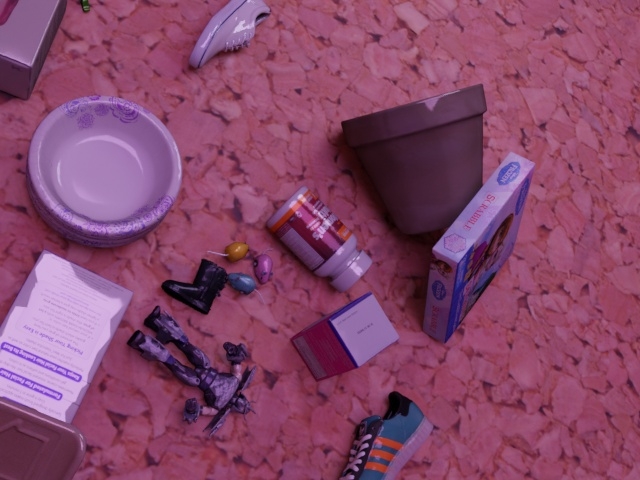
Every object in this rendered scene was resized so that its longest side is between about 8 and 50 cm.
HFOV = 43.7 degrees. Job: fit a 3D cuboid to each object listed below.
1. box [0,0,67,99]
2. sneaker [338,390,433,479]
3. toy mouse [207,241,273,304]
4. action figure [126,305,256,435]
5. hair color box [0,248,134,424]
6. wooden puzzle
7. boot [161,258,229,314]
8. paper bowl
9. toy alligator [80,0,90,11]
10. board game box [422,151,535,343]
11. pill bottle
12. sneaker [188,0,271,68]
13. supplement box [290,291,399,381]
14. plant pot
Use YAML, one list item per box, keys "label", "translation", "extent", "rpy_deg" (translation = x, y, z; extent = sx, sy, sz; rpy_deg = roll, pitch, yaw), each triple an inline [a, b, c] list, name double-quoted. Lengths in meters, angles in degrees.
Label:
- label: "box"
  translation: [-0.593, -0.422, 1.569]
  extent: [0.126, 0.148, 0.233]
  rpy_deg: [20, 66, -16]
- label: "sneaker"
  translation: [0.101, 0.433, 1.622]
  extent: [0.121, 0.108, 0.302]
  rpy_deg: [49, 54, -1]
- label: "toy mouse"
  translation: [-0.139, 0.064, 1.654]
  extent: [0.161, 0.031, 0.143]
  rpy_deg: [-18, 83, -46]
- label: "action figure"
  translation: [-0.235, 0.253, 1.538]
  extent: [0.285, 0.099, 0.185]
  rpy_deg: [40, 54, -11]
- label: "hair color box"
  translation: [-0.495, 0.211, 1.434]
  extent: [0.185, 0.110, 0.339]
  rpy_deg: [28, 64, -14]
- label: "wooden puzzle"
  translation: [-0.582, 0.347, 1.287]
  extent: [0.347, 0.322, 0.080]
  rpy_deg: [29, 23, -10]
- label: "boot"
  translation: [-0.250, 0.082, 1.613]
  extent: [0.121, 0.045, 0.099]
  rpy_deg: [33, 66, -18]
- label: "paper bowl"
  translation: [-0.421, -0.125, 1.548]
  extent: [0.284, 0.148, 0.285]
  rpy_deg: [7, 72, -20]
- label: "toy alligator"
  translation: [-0.520, -0.582, 1.705]
  extent: [0.056, 0.051, 0.190]
  rpy_deg: [-12, 79, -26]
- label: "board game box"
  translation: [0.341, 0.021, 1.737]
  extent: [0.065, 0.319, 0.318]
  rpy_deg: [30, 61, 22]
- label: "pill bottle"
  translation: [0.000, 0.000, 1.702]
  extent: [0.221, 0.121, 0.121]
  rpy_deg: [45, 62, -4]
- label: "sneaker"
  translation: [-0.196, -0.466, 1.781]
  extent: [0.091, 0.094, 0.258]
  rpy_deg: [36, 63, -4]
- label: "supplement box"
  translation: [0.043, 0.197, 1.603]
  extent: [0.111, 0.220, 0.114]
  rpy_deg: [-31, 88, -27]
- label: "plant pot"
  translation: [0.235, -0.172, 1.775]
  extent: [0.323, 0.323, 0.281]
  rpy_deg: [-20, 98, -27]
